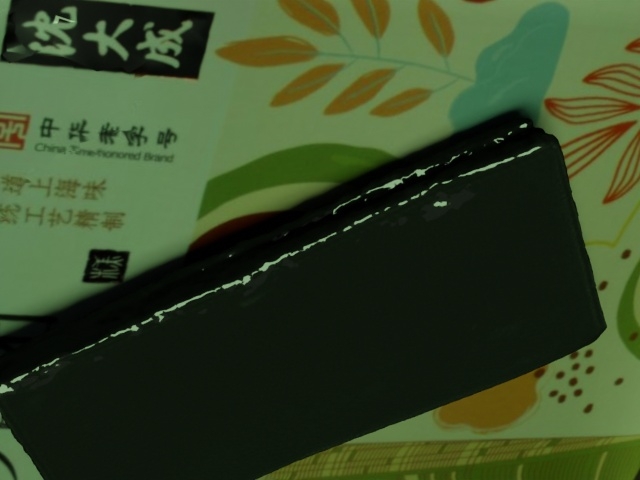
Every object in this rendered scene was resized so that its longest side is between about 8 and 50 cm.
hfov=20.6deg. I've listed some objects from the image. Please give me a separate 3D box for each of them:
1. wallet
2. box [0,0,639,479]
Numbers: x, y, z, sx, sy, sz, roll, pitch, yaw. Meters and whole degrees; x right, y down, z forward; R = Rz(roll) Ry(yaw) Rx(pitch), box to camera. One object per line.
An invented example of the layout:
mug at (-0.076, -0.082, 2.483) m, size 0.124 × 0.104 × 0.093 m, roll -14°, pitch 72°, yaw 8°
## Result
wallet at (-0.005, 0.043, 0.723) m, size 0.244 × 0.025 × 0.124 m, roll -24°, pitch 131°, yaw -2°
box at (0.000, 0.000, 0.789) m, size 0.385 × 0.122 × 0.344 m, roll 3°, pitch 126°, yaw -22°
